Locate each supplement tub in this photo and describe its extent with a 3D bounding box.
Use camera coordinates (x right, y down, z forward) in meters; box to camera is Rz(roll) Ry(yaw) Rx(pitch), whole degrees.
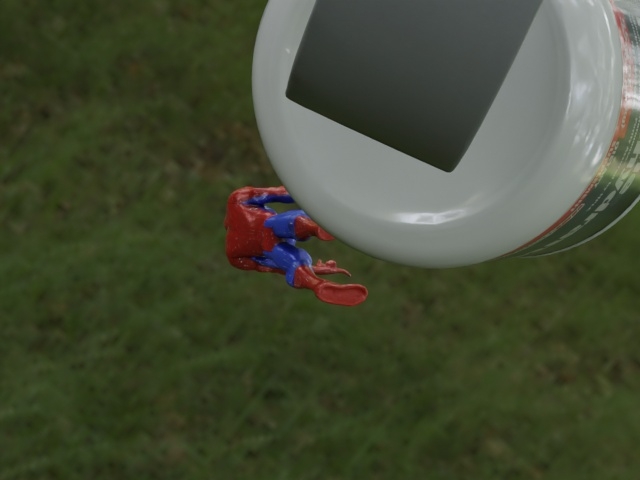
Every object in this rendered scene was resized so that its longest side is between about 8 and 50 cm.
[{"bbox_3d":[0.092,-0.083,1.062,0.191,0.191,0.272,41,14,14],"label":"supplement tub"}]

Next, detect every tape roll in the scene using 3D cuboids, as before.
[{"bbox_3d":[0.062,-0.138,0.725,0.072,0.219,0.219,25,13,0],"label":"tape roll"}]

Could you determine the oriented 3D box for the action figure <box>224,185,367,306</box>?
[{"bbox_3d":[0.000,0.000,1.779,0.139,0.091,0.280,-1,8,-25],"label":"action figure"}]
